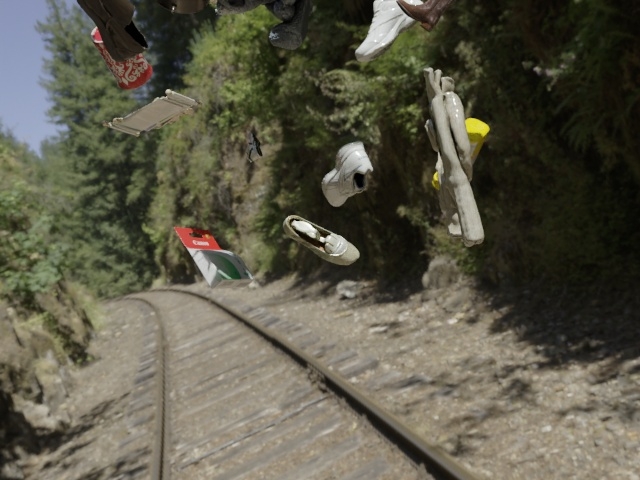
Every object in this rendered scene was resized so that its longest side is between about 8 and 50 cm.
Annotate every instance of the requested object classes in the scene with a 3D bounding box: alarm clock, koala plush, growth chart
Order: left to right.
[{"bbox_3d":[-0.462,-0.349,1.661,0.237,0.021,0.172,-22,-10,14],"label":"growth chart"},{"bbox_3d":[-0.298,-0.583,1.341,0.192,0.129,0.064,-43,-13,-35],"label":"alarm clock"},{"bbox_3d":[-0.136,-0.547,1.284,0.221,0.203,0.196,6,-34,11],"label":"koala plush"}]

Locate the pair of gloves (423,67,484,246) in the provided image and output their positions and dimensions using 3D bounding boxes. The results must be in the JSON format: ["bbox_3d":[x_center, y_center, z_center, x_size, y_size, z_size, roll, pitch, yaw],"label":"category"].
[{"bbox_3d":[0.156,-0.095,0.725,0.042,0.204,0.240,-9,2,11],"label":"pair of gloves"}]

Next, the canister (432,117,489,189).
[{"bbox_3d":[0.365,-0.220,1.551,0.126,0.073,0.170,-40,-24,-42],"label":"canister"}]

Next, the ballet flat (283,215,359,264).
[{"bbox_3d":[0.000,0.000,1.190,0.052,0.168,0.057,101,-166,-70],"label":"ballet flat"}]

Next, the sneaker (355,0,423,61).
[{"bbox_3d":[0.166,-0.576,1.588,0.232,0.115,0.090,-44,2,-4],"label":"sneaker"}]

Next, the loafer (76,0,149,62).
[{"bbox_3d":[-0.365,-0.415,1.048,0.078,0.080,0.220,-7,-31,6],"label":"loafer"}]

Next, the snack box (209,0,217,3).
[{"bbox_3d":[-0.272,-0.682,1.517,0.187,0.060,0.322,-6,5,-30],"label":"snack box"}]

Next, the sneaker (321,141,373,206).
[{"bbox_3d":[0.089,-0.197,2.009,0.111,0.129,0.297,-17,-25,-24],"label":"sneaker"}]

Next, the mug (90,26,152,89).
[{"bbox_3d":[-0.576,-0.545,1.712,0.113,0.150,0.169,-20,-33,3],"label":"mug"}]

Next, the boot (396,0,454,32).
[{"bbox_3d":[0.238,-0.534,1.304,0.114,0.106,0.037,-52,13,15],"label":"boot"}]

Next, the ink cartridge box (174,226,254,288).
[{"bbox_3d":[-0.310,0.040,1.760,0.056,0.225,0.181,-38,-16,17],"label":"ink cartridge box"}]

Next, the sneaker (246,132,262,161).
[{"bbox_3d":[-0.193,-0.262,1.673,0.043,0.040,0.109,-32,39,16],"label":"sneaker"}]
